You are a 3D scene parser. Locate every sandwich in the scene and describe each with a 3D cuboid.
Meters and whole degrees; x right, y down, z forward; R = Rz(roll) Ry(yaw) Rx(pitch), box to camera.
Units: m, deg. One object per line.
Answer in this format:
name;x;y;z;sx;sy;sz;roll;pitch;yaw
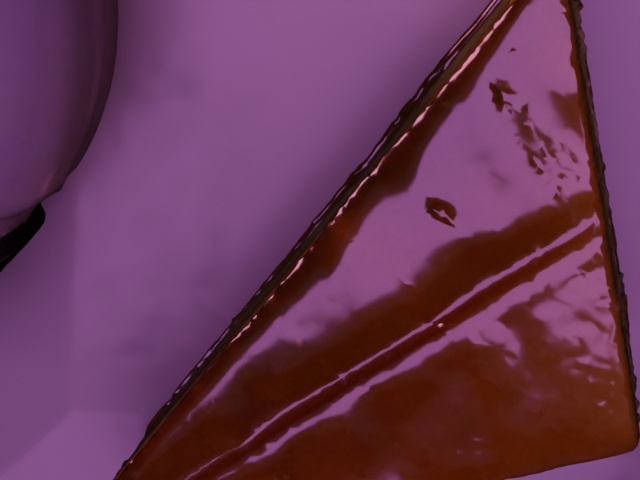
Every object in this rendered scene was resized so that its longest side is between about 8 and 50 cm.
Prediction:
sandwich;0.000;0.000;0.544;0.187;0.117;0.144;-15;100;10

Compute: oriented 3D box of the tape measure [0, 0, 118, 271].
tape measure;-0.160;-0.065;0.539;0.197;0.120;0.236;11;110;9
